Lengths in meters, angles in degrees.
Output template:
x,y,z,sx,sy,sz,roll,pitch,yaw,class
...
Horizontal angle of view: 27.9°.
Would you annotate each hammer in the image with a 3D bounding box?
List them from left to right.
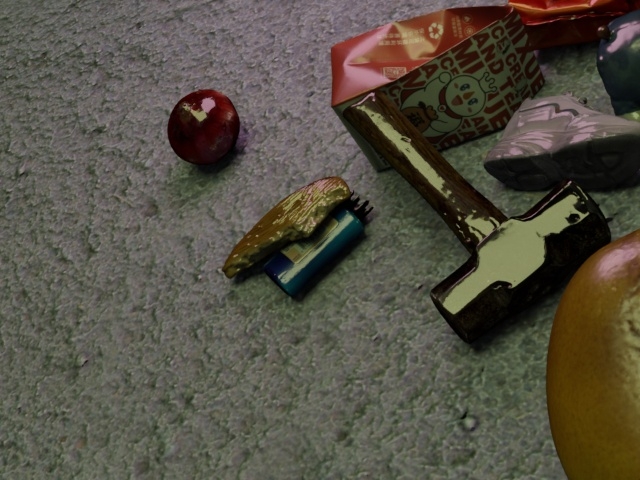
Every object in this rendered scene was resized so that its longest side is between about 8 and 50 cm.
x,y,z,sx,sy,sz,roll,pitch,yaw,class
0.175,-0.068,1.747,0.242,0.095,0.409,-40,57,0,hammer

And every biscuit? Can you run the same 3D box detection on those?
x,y,z,sx,sy,sz,roll,pitch,yaw,class
-0.057,-0.020,1.923,0.228,0.031,0.176,-41,17,1,biscuit

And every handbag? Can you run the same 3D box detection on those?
x,y,z,sx,sy,sz,roll,pitch,yaw,class
0.174,-0.240,1.907,0.298,0.171,0.151,-18,45,22,handbag

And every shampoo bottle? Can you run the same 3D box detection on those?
x,y,z,sx,sy,sz,roll,pitch,yaw,class
0.000,0.000,1.899,0.183,0.050,0.087,-44,33,-6,shampoo bottle

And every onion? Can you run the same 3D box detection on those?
x,y,z,sx,sy,sz,roll,pitch,yaw,class
-0.195,-0.191,2.144,0.131,0.131,0.131,-18,46,20,onion

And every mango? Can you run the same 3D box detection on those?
x,y,z,sx,sy,sz,roll,pitch,yaw,class
0.375,0.157,1.393,0.264,0.221,0.378,-7,59,26,mango

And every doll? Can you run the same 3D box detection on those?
x,y,z,sx,sy,sz,roll,pitch,yaw,class
0.490,-0.262,1.701,0.258,0.154,0.228,-14,43,39,doll

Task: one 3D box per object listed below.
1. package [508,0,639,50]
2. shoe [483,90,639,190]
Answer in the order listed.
x,y,z,sx,sy,sz,roll,pitch,yaw,class
0.413,-0.461,1.972,0.196,0.123,0.423,-5,51,27,package
0.347,-0.147,1.760,0.245,0.095,0.138,-5,53,43,shoe
